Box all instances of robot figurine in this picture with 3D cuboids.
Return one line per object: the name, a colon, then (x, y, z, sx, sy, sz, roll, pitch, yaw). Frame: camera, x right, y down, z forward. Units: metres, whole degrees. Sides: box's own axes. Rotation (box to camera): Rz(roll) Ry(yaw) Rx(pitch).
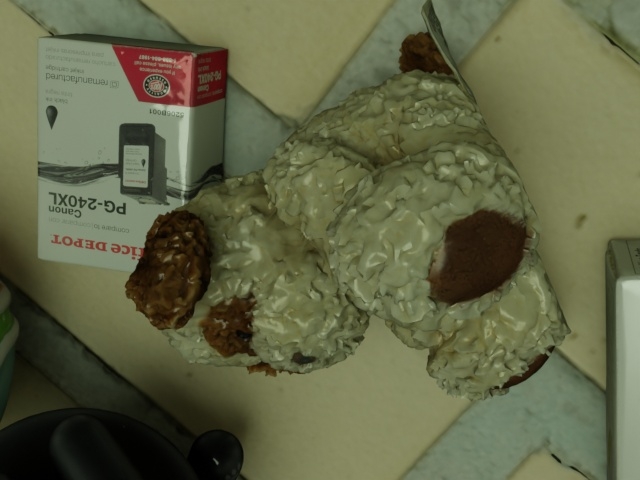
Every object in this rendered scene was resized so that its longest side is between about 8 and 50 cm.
robot figurine: (-0.159, 0.212, 0.622, 0.209, 0.173, 0.278, 5, 149, -8)

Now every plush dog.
plush dog: (0.000, 0.000, 0.564, 0.225, 0.262, 0.210, -24, 64, 9)

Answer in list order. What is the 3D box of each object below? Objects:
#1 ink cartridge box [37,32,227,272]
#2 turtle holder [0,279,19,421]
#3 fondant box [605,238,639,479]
ink cartridge box: (-0.125, -0.056, 0.639, 0.109, 0.063, 0.150, 8, 106, 11)
turtle holder: (-0.324, 0.119, 0.648, 0.243, 0.227, 0.320, 6, 106, 11)
fondant box: (0.338, 0.121, 0.559, 0.330, 0.096, 0.238, -1, 105, 15)
